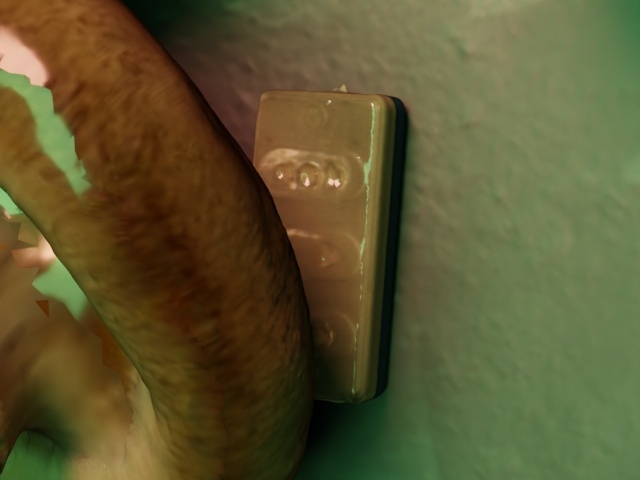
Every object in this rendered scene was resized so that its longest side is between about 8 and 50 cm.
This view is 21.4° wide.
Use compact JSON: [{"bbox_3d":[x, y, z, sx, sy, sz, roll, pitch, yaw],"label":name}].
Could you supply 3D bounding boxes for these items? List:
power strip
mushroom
[{"bbox_3d":[0.000,0.000,0.661,0.056,0.032,0.123,6,94,22],"label":"power strip"},{"bbox_3d":[-0.119,0.006,0.624,0.278,0.146,0.278,25,138,26],"label":"mushroom"}]
